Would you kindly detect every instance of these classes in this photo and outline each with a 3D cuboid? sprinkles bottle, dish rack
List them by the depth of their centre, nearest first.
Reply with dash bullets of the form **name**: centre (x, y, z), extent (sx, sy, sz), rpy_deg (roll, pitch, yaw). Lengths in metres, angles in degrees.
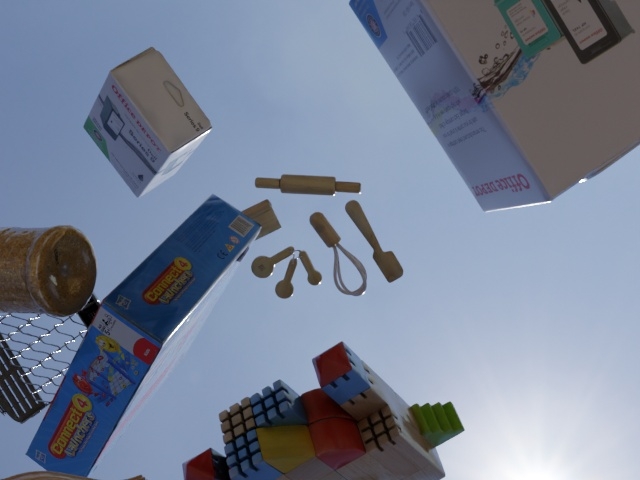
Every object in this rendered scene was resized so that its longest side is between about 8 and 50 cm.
- **sprinkles bottle**: centre (-0.477, 0.040, 1.166), extent (0.355, 0.121, 0.121), rpy_deg (-1, -153, 25)
- **dish rack**: centre (-0.496, 0.185, 1.524), extent (0.208, 0.271, 0.074), rpy_deg (54, -179, 12)

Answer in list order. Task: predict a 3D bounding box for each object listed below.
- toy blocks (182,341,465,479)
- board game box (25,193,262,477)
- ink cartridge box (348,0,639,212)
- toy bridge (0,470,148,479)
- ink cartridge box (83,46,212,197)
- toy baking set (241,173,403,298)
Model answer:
- **toy blocks**: centre (-0.026, 0.288, 1.124), extent (0.261, 0.381, 0.191), rpy_deg (47, -164, -42)
- **board game box**: centre (-0.230, 0.128, 1.147), extent (0.086, 0.302, 0.308), rpy_deg (34, -148, 0)
- **ink cartridge box**: centre (0.191, -0.192, 0.824), extent (0.197, 0.198, 0.270), rpy_deg (-33, -87, -6)
- **toy bridge**: centre (-0.195, 0.182, 0.537), extent (0.188, 0.063, 0.026), rpy_deg (-12, -169, -32)
- **ink cartridge box**: centre (-0.375, -0.245, 1.826), extent (0.121, 0.289, 0.211), rpy_deg (-38, -88, -30)
- **toy baking set**: centre (-0.001, -0.007, 1.320), extent (0.256, 0.197, 0.030), rpy_deg (-1, -164, 6)
